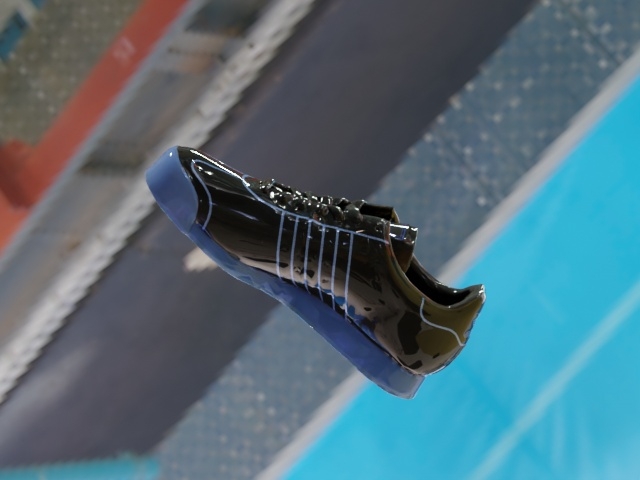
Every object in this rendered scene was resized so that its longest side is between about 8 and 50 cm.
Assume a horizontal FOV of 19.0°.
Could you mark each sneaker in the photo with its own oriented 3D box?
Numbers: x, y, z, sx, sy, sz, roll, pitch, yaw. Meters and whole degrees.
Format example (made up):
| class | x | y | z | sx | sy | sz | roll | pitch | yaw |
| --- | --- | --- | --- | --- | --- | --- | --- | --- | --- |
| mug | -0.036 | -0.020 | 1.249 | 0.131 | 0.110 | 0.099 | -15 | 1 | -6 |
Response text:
| class | x | y | z | sx | sy | sz | roll | pitch | yaw |
| --- | --- | --- | --- | --- | --- | --- | --- | --- | --- |
| sneaker | 0.000 | 0.000 | 1.234 | 0.090 | 0.232 | 0.081 | -50 | 9 | 16 |
